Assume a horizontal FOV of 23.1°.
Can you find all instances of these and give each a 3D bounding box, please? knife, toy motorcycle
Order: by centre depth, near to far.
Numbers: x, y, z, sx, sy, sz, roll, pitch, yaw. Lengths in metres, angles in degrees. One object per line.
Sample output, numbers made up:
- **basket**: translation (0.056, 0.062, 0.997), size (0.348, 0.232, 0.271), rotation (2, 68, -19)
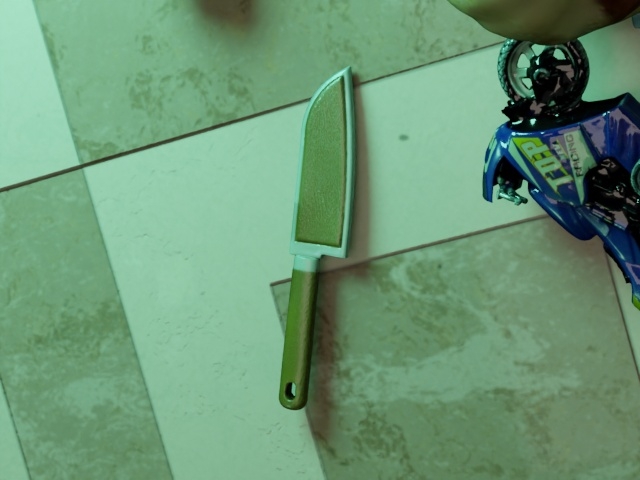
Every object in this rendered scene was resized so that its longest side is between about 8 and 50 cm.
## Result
- **toy motorcycle**: translation (0.253, -0.045, 1.401), size (0.315, 0.113, 0.169), rotation (45, 120, -2)
- **knife**: translation (0.001, 0.000, 1.531), size (0.061, 0.027, 0.343), rotation (8, 98, 22)

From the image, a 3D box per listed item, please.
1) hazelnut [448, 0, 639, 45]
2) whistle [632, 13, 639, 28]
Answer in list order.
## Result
- **hazelnut**: translation (0.196, -0.289, 1.297), size (0.261, 0.261, 0.241), rotation (-7, 103, 20)
- **whistle**: translation (0.344, -0.234, 1.349), size (0.158, 0.090, 0.090), rotation (0, 99, 20)
